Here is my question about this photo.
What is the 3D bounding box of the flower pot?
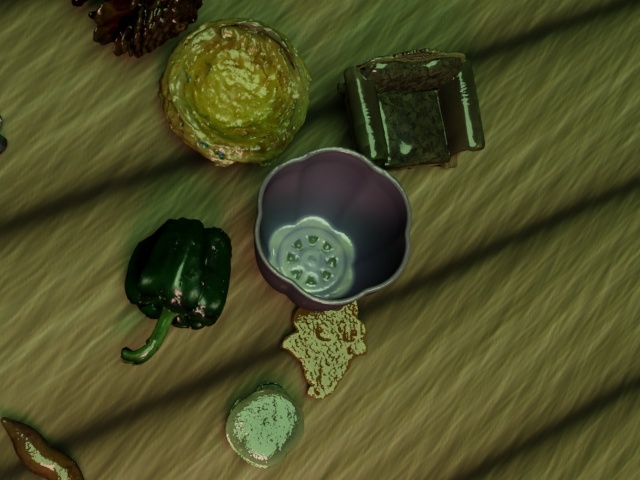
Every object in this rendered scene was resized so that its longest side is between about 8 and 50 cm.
[{"bbox_3d":[0.000,0.000,1.485,0.265,0.243,0.265,3,76,-11],"label":"flower pot"}]

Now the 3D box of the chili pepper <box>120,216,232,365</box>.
[{"bbox_3d":[-0.243,0.090,1.450,0.165,0.173,0.261,24,73,-40],"label":"chili pepper"}]

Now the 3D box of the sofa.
[{"bbox_3d":[0.173,-0.234,1.620,0.258,0.182,0.200,-7,86,-20],"label":"sofa"}]

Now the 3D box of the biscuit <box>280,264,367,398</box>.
[{"bbox_3d":[0.014,0.165,1.590,0.162,0.035,0.250,17,77,-17],"label":"biscuit"}]

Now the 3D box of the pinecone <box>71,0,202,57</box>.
[{"bbox_3d":[-0.336,-0.447,1.454,0.292,0.246,0.246,36,72,6],"label":"pinecone"}]

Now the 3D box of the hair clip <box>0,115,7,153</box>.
[{"bbox_3d":[-0.598,-0.208,1.427,0.124,0.052,0.195,-29,87,-26],"label":"hair clip"}]

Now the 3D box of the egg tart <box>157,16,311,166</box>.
[{"bbox_3d":[-0.150,-0.255,1.558,0.290,0.107,0.291,3,78,-15],"label":"egg tart"}]

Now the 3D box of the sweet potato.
[{"bbox_3d":[-0.435,0.363,1.402,0.065,0.051,0.218,-38,96,-17],"label":"sweet potato"}]

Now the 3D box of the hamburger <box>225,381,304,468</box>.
[{"bbox_3d":[-0.096,0.324,1.518,0.140,0.062,0.133,-41,93,-17],"label":"hamburger"}]
